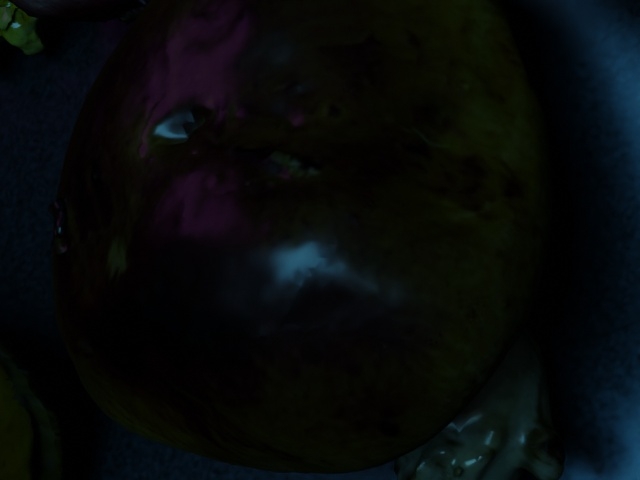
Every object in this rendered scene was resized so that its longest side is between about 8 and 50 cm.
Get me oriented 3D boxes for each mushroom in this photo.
[{"bbox_3d":[0.000,0.000,0.992,0.345,0.259,0.345,-29,45,34],"label":"mushroom"}]

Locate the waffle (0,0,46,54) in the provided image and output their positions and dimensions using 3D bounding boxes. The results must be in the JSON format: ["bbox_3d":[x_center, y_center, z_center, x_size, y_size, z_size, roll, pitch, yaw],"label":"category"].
[{"bbox_3d":[-0.253,-0.247,1.217,0.291,0.051,0.291,-4,80,24],"label":"waffle"}]

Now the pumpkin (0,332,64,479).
[{"bbox_3d":[-0.306,0.171,1.079,0.225,0.256,0.303,20,69,32],"label":"pumpkin"}]

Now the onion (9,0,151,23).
[{"bbox_3d":[-0.137,-0.282,1.098,0.227,0.120,0.284,-16,73,0],"label":"onion"}]
